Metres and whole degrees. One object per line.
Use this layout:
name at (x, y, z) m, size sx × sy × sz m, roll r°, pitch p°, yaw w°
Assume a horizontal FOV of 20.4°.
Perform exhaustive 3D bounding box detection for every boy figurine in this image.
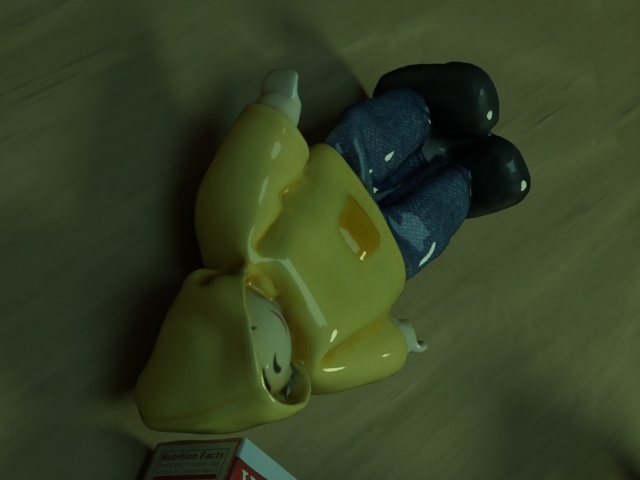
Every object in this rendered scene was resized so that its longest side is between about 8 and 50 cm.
boy figurine at (0.000, 0.000, 0.924) m, size 0.285 × 0.092 × 0.177 m, roll -41°, pitch 115°, yaw -47°

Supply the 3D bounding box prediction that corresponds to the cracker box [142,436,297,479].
cracker box at (-0.048, 0.231, 0.841) m, size 0.156 × 0.067 × 0.232 m, roll 44°, pitch 54°, yaw -34°
